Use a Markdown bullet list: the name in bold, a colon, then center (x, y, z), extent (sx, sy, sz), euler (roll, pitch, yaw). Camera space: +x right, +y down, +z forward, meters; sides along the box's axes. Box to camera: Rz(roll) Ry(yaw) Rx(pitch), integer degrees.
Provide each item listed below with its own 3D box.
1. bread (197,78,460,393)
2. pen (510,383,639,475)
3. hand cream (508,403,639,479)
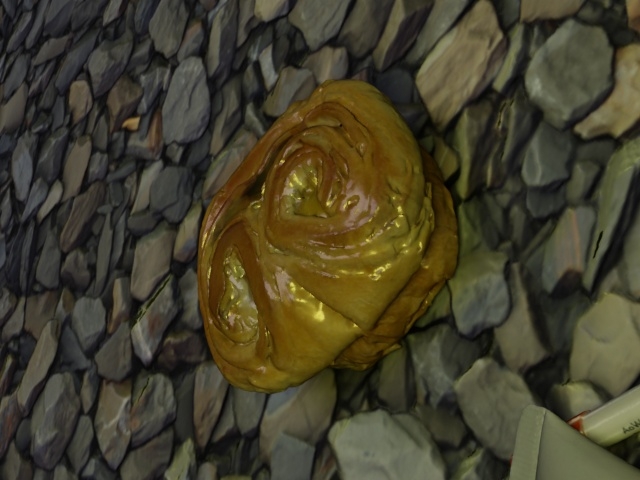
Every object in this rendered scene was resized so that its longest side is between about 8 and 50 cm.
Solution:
- **bread**: center (-0.001, -0.002, 1.059), extent (0.236, 0.120, 0.198), euler (-47, 42, 31)
- **pen**: center (0.198, 0.087, 0.813), extent (0.239, 0.028, 0.028), euler (-38, 46, 39)
- **hand cream**: center (0.188, 0.182, 0.738), extent (0.314, 0.089, 0.139), euler (12, 96, 64)
